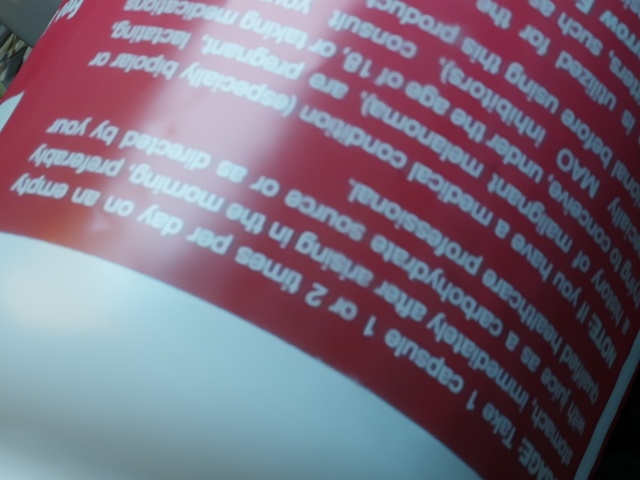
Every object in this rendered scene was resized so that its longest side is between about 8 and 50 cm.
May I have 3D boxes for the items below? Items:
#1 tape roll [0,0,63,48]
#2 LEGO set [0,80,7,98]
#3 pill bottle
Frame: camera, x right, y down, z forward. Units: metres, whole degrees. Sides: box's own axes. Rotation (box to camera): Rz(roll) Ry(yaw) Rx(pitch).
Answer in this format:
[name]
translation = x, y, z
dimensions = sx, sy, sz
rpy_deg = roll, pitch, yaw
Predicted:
[tape roll]
translation = -0.045, -0.170, 0.965
dimensions = 0.246, 0.169, 0.246
rpy_deg = -37, 29, 25
[LEGO set]
translation = -0.315, -0.006, 1.269
dimensions = 0.132, 0.107, 0.287
rpy_deg = -14, 28, 42
[pill bottle]
translation = 0.000, 0.000, 0.610
dimensions = 0.229, 0.229, 0.407
rpy_deg = -7, 49, 54
